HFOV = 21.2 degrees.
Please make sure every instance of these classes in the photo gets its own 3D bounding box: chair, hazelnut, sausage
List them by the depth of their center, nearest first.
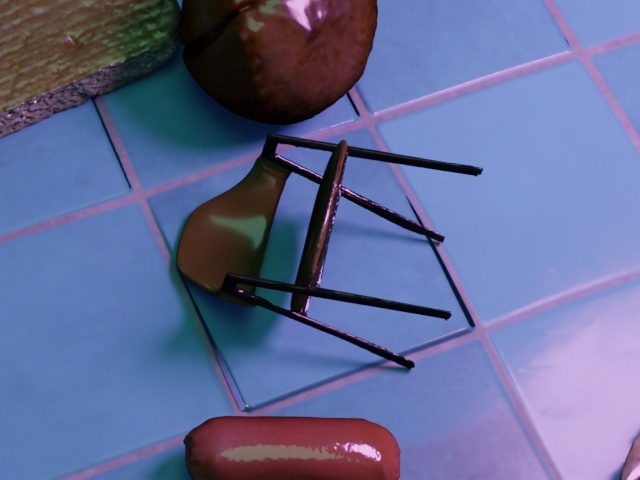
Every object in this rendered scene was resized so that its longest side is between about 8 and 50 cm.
[{"bbox_3d":[-0.025,0.193,1.516,0.194,0.077,0.077,1,61,-7],"label":"sausage"},{"bbox_3d":[0.000,0.000,1.585,0.246,0.172,0.159,18,61,-6],"label":"chair"},{"bbox_3d":[-0.054,-0.214,1.691,0.208,0.208,0.208,3,61,-6],"label":"hazelnut"}]

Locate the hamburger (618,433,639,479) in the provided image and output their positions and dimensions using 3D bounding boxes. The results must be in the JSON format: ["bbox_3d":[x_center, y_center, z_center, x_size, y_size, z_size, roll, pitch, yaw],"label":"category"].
[{"bbox_3d":[0.370,0.252,1.498,0.243,0.146,0.286,-24,73,-13],"label":"hamburger"}]

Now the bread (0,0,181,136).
[{"bbox_3d":[-0.291,-0.219,1.719,0.286,0.056,0.207,-22,69,-18],"label":"bread"}]
